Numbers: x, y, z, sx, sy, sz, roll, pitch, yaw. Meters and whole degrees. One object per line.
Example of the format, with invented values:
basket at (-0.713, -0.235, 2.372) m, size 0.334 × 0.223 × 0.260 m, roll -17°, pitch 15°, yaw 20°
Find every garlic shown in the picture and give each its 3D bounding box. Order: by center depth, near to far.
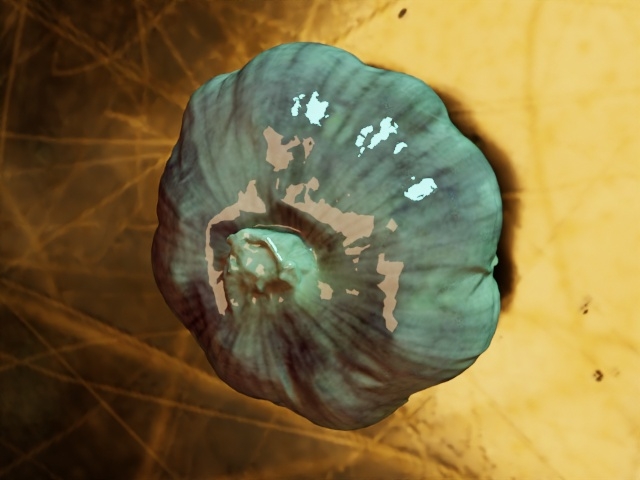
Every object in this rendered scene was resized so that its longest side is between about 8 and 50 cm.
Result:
garlic at (0.000, 0.000, 0.381) m, size 0.147 × 0.102 × 0.159 m, roll -18°, pitch 91°, yaw 17°
